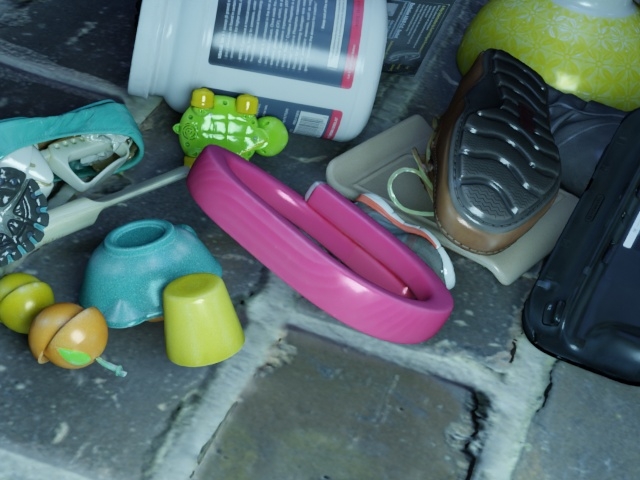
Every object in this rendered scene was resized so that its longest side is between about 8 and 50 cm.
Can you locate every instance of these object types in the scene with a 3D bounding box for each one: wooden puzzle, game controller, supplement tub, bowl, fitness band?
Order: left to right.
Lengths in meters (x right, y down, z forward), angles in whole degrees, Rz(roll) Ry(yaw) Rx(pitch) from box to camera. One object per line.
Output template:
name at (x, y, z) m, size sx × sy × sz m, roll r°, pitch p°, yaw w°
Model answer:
supplement tub at (-0.072, -0.224, 1.916) m, size 0.272 × 0.191 × 0.191 m, roll 10°, pitch 30°, yaw -7°
fitness band at (0.000, 0.000, 1.608) m, size 0.291 × 0.054 × 0.209 m, roll 38°, pitch 14°, yaw 24°
wooden puzzle at (0.150, -0.044, 1.858) m, size 0.238 × 0.044 × 0.221 m, roll 31°, pitch 34°, yaw 20°
bowl at (0.333, -0.274, 2.206) m, size 0.289 × 0.156 × 0.289 m, roll 10°, pitch 30°, yaw -6°
game controller at (0.331, -0.001, 1.695) m, size 0.166 × 0.067 × 0.319 m, roll 25°, pitch 64°, yaw 14°

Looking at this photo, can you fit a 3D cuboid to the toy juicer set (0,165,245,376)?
toy juicer set at (-0.193, 0.040, 1.543) m, size 0.209 × 0.090 × 0.329 m, roll -13°, pitch 26°, yaw -6°

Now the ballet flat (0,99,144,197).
ballet flat at (-0.276, -0.083, 1.708) m, size 0.247 × 0.083 × 0.087 m, roll -19°, pitch 57°, yaw -41°

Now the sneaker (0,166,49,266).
sneaker at (-0.386, 0.013, 1.498) m, size 0.283 × 0.110 × 0.122 m, roll -16°, pitch 7°, yaw -25°

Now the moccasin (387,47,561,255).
moccasin at (0.160, -0.079, 1.758) m, size 0.139 × 0.147 × 0.380 m, roll 30°, pitch 25°, yaw -13°

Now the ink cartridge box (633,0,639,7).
ink cartridge box at (0.459, -0.312, 2.275) m, size 0.065 × 0.311 × 0.186 m, roll -41°, pitch 44°, yaw -1°

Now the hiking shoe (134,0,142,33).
hiking shoe at (-0.161, -0.325, 2.134) m, size 0.132 × 0.113 × 0.304 m, roll 12°, pitch 33°, yaw -14°

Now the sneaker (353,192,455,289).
sneaker at (0.072, 0.013, 1.723) m, size 0.065 × 0.061 × 0.158 m, roll -33°, pitch 46°, yaw -22°

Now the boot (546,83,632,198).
boot at (0.350, -0.143, 2.035) m, size 0.222 × 0.118 × 0.338 m, roll 27°, pitch 30°, yaw 30°

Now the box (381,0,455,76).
box at (0.038, -0.315, 2.022) m, size 0.242 × 0.307 × 0.077 m, roll 8°, pitch 66°, yaw -9°

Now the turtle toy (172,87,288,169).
turtle toy at (-0.097, -0.116, 1.837) m, size 0.130 × 0.095 × 0.066 m, roll 6°, pitch 9°, yaw -14°
